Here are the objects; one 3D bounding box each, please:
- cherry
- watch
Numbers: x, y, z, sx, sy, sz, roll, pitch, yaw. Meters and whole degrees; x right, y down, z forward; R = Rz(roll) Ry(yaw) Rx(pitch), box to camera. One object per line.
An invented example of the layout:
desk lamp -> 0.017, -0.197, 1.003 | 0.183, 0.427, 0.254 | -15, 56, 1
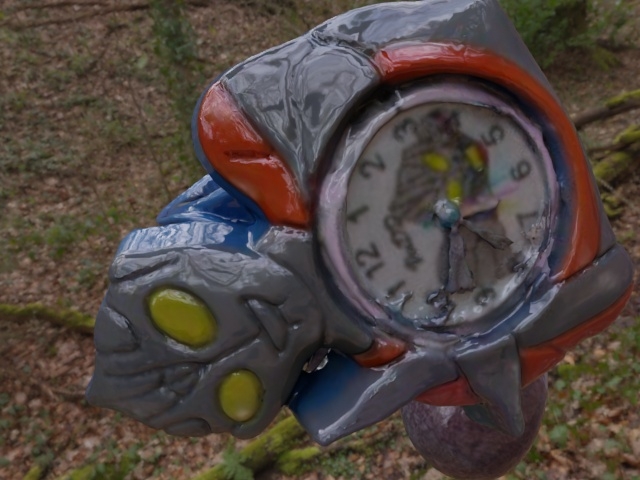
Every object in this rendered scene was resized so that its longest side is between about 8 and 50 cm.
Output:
cherry -> 0.169, 0.179, 0.750 | 0.140, 0.176, 0.176 | 17, -4, -29
watch -> 0.000, 0.000, 0.443 | 0.305, 0.241, 0.274 | -30, 14, -3
